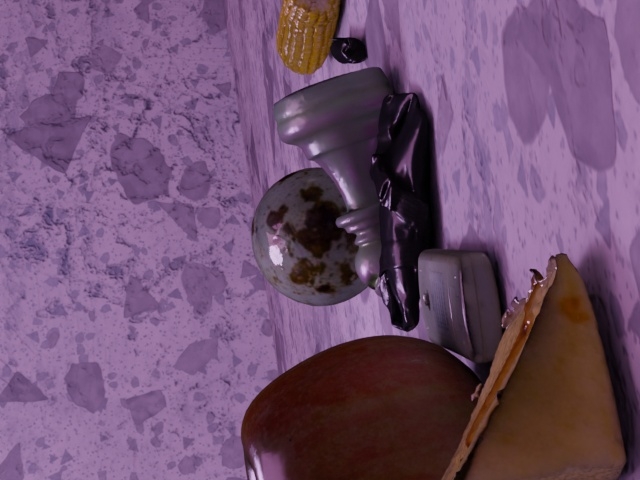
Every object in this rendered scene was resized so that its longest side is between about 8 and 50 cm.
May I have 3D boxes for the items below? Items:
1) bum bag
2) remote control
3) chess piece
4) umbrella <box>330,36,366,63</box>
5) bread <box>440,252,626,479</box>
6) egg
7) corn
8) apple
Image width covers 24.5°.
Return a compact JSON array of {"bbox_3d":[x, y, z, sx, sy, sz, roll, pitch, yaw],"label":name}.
[{"bbox_3d":[0.085,-0.030,1.544,0.123,0.060,0.248,-130,33,-79],"label":"bum bag"},{"bbox_3d":[0.128,0.058,1.378,0.233,0.038,0.098,-178,81,-84],"label":"remote control"},{"bbox_3d":[0.048,-0.047,1.650,0.139,0.139,0.272,157,96,-83],"label":"chess piece"},{"bbox_3d":[0.033,-0.240,1.865,0.133,0.031,0.036,-130,35,-79],"label":"umbrella"},{"bbox_3d":[0.124,0.114,1.066,0.240,0.135,0.178,96,165,-71],"label":"bread"},{"bbox_3d":[0.000,0.000,1.830,0.231,0.169,0.169,77,-177,-74],"label":"egg"},{"bbox_3d":[-0.018,-0.296,2.022,0.248,0.081,0.081,109,153,-75],"label":"corn"},{"bbox_3d":[0.050,0.215,1.354,0.257,0.233,0.257,173,90,-77],"label":"apple"}]
